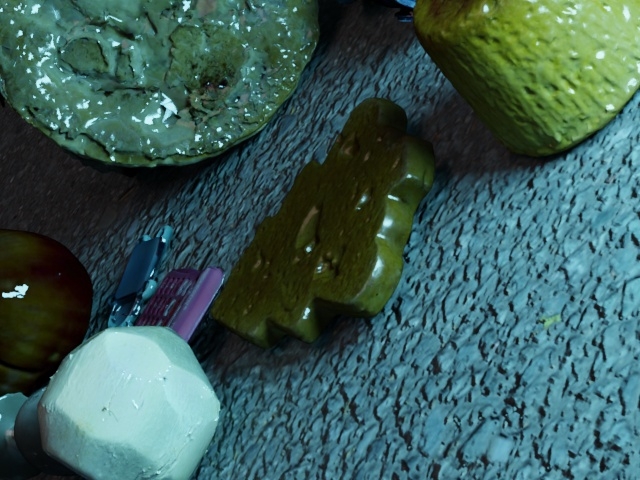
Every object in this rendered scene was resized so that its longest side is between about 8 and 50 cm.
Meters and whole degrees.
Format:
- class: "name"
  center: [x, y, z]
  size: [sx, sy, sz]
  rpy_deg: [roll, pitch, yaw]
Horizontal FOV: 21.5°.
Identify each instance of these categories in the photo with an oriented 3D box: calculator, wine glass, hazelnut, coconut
- class: "calculator"
  center: [-0.208, 0.049, 1.914]
  size: [0.094, 0.019, 0.141]
  rpy_deg: [-19, 44, 50]
- class: "calculator"
  center: [-0.154, 0.085, 1.752]
  size: [0.126, 0.034, 0.190]
  rpy_deg: [-60, 16, -11]
- class: "wine glass"
  center: [-0.273, 0.195, 1.750]
  size: [0.222, 0.103, 0.103]
  rpy_deg: [-17, 44, 51]
- class: "hazelnut"
  center: [-0.376, 0.078, 1.929]
  size: [0.229, 0.229, 0.229]
  rpy_deg: [-39, 30, 28]
- class: "coconut"
  center: [-0.172, 0.156, 1.573]
  size: [0.162, 0.161, 0.161]
  rpy_deg: [-57, 26, -11]

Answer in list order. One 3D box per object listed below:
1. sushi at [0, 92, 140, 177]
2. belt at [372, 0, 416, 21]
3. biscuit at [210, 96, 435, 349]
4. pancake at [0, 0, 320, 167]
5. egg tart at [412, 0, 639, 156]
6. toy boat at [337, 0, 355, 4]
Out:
- class: "sushi"
  center: [-0.268, -0.257, 2.081]
  size: [0.294, 0.299, 0.281]
  rpy_deg: [-53, 2, -2]
- class: "belt"
  center: [0.111, -0.312, 1.672]
  size: [0.190, 0.141, 0.082]
  rpy_deg: [-58, 24, -5]
- class: "biscuit"
  center: [0.001, 0.001, 1.593]
  size: [0.301, 0.043, 0.278]
  rpy_deg: [-36, 33, 38]
- class: "pancake"
  center: [-0.190, -0.263, 1.901]
  size: [0.387, 0.387, 0.082]
  rpy_deg: [-53, -2, 3]
- class: "egg tart"
  center: [0.179, -0.188, 1.406]
  size: [0.202, 0.147, 0.202]
  rpy_deg: [-37, 31, 27]
- class: "toy boat"
  center: [0.049, -0.340, 1.872]
  size: [0.102, 0.088, 0.215]
  rpy_deg: [-36, 30, 26]
